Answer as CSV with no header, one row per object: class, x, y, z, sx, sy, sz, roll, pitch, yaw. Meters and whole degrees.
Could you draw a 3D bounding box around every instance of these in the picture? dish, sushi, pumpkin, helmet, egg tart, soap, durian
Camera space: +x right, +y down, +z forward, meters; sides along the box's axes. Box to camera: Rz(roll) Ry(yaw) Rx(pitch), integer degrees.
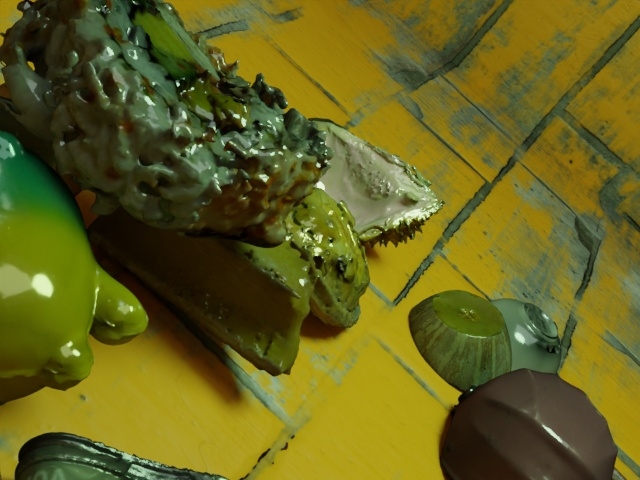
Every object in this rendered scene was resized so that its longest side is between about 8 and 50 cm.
dish,0.411,0.189,1.889,0.228,0.086,0.236,44,28,4
sushi,-0.183,-0.167,1.154,0.417,0.176,0.417,38,21,-18
pumpkin,0.266,0.159,1.714,0.217,0.110,0.217,16,41,-15
helmet,0.346,0.312,1.514,0.271,0.197,0.338,43,28,9
egg tart,0.000,0.000,1.528,0.291,0.107,0.291,55,13,-19
soap,-0.107,0.007,1.374,0.339,0.169,0.304,35,27,10
durian,0.034,-0.076,1.737,0.305,0.185,0.195,41,46,8

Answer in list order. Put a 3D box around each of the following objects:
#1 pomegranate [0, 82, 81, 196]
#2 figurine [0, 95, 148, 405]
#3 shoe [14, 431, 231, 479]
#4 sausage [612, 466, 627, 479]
pomegranate,-0.373,-0.116,1.248,0.196,0.196,0.196,31,29,-19
figurine,-0.350,0.014,1.012,0.323,0.231,0.340,6,41,-29
shoe,-0.171,0.303,0.962,0.293,0.109,0.149,26,35,-22
sausage,0.526,0.422,1.766,0.198,0.025,0.028,45,59,9
